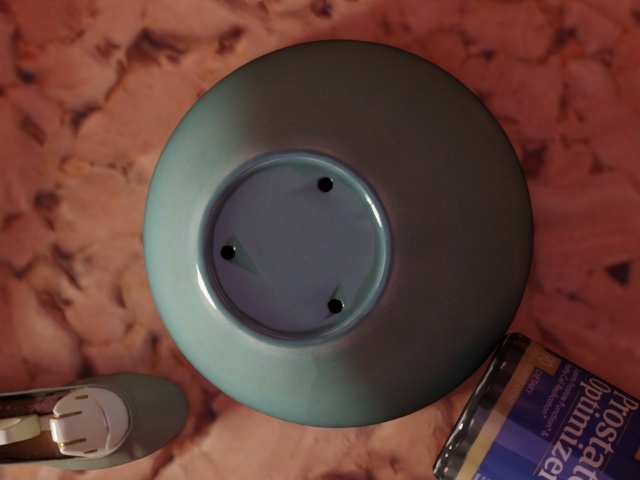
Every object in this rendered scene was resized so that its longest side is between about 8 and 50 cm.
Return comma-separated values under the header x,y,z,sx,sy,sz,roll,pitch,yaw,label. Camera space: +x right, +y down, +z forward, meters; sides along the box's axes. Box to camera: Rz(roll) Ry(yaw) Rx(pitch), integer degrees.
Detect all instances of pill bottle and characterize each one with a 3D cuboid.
x,y,z,sx,sy,sz,roll,pitch,yaw,label
0.200,0.168,1.351,0.219,0.123,0.123,29,97,7,pill bottle

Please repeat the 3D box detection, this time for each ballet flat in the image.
x,y,z,sx,sy,sz,roll,pitch,yaw,label
-0.208,0.144,1.445,0.213,0.068,0.072,-6,92,9,ballet flat

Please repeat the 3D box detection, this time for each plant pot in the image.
x,y,z,sx,sy,sz,roll,pitch,yaw,label
0.000,0.000,1.338,0.290,0.195,0.290,1,93,9,plant pot
